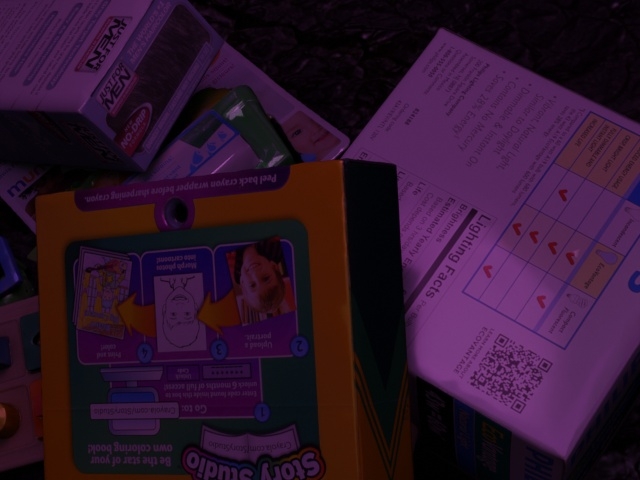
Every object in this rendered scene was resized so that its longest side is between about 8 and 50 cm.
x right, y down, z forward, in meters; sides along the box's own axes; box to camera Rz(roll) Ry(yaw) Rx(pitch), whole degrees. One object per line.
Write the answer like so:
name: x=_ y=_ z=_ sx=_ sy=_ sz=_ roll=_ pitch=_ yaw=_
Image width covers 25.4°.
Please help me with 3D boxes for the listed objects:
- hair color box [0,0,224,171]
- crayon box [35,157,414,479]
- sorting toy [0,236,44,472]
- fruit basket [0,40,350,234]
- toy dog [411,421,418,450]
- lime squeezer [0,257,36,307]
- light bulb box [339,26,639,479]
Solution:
hair color box: x=-0.305 y=-0.190 z=1.628 sx=0.374 sy=0.113 sz=0.185 roll=7 pitch=60 yaw=45
crayon box: x=-0.098 y=0.098 z=1.341 sx=0.363 sy=0.106 sz=0.313 roll=-5 pitch=87 yaw=32
sorting toy: x=-0.319 y=0.150 z=1.533 sx=0.196 sy=0.047 sz=0.347 roll=-18 pitch=72 yaw=19
fruit basket: x=-0.190 y=-0.100 z=1.629 sx=0.327 sy=0.165 sz=0.353 roll=-41 pitch=59 yaw=-9
toy dog: x=-0.032 y=0.247 z=1.461 sx=0.334 sy=0.161 sz=0.220 roll=27 pitch=77 yaw=33
lime squeezer: x=-0.388 y=0.051 z=1.652 sx=0.110 sy=0.059 sz=0.310 roll=-37 pitch=61 yaw=23
light bulb box: x=0.184 y=0.035 z=1.470 sx=0.361 sy=0.225 sz=0.358 roll=30 pitch=71 yaw=21
